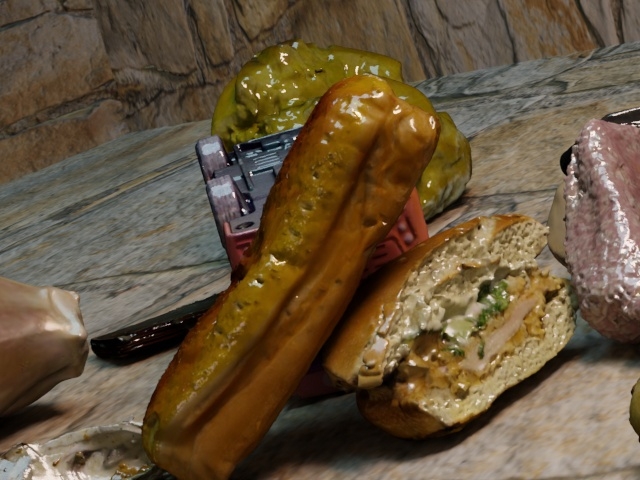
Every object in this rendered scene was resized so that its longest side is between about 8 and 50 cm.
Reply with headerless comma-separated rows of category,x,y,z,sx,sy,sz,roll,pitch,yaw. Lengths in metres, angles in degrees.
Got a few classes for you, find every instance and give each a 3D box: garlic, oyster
garlic,-0.419,0.170,1.768,0.246,0.231,0.340,31,45,8
oyster,-0.207,0.204,1.510,0.177,0.056,0.105,-20,24,-18

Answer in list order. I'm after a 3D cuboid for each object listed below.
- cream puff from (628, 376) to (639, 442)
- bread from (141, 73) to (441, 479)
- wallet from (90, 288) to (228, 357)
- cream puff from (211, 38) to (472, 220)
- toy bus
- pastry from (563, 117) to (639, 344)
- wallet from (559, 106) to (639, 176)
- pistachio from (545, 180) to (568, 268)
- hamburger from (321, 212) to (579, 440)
cream puff,0.283,0.118,1.184,0.149,0.084,0.149,-18,13,4
bread,-0.031,0.033,1.480,0.380,0.109,0.185,-59,6,1
wallet,-0.152,0.093,2.044,0.232,0.031,0.122,-18,7,-25
cream puff,0.008,-0.140,2.347,0.378,0.275,0.378,-12,12,3
toy bus,0.000,0.000,1.796,0.203,0.233,0.427,-16,13,-2
pastry,0.276,0.008,1.544,0.112,0.103,0.265,-52,31,30
wallet,0.393,-0.105,1.900,0.228,0.062,0.406,-6,-3,3
pistachio,0.318,-0.013,1.692,0.223,0.126,0.152,6,44,46
hamburger,0.094,0.076,1.501,0.156,0.144,0.283,-15,11,43
